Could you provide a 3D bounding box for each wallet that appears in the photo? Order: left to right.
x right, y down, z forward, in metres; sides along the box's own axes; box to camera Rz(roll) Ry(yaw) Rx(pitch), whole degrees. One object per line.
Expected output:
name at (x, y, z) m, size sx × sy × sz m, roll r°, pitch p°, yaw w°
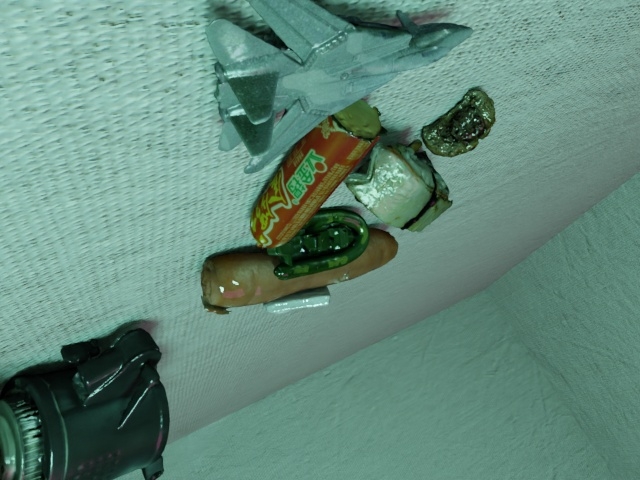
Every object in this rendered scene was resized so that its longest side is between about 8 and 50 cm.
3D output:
wallet at (-0.046, 0.103, 0.867) m, size 0.124 × 0.032 × 0.183 m, roll -9°, pitch -175°, yaw -4°

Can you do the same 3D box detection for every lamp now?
lamp at (-0.413, 0.323, 0.779) m, size 0.272 × 0.205 × 0.374 m, roll -17°, pitch 140°, yaw -41°

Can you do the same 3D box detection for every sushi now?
sushi at (0.123, -0.068, 0.650) m, size 0.134 × 0.109 × 0.273 m, roll -34°, pitch 173°, yaw 7°

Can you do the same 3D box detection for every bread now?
bread at (0.213, -0.166, 0.684) m, size 0.113 × 0.060 × 0.082 m, roll -41°, pitch 154°, yaw 24°

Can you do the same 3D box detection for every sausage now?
sausage at (-0.024, -0.066, 0.581) m, size 0.083 × 0.083 × 0.264 m, roll -10°, pitch 152°, yaw -41°
sausage at (-0.015, 0.042, 0.817) m, size 0.418 × 0.094 × 0.094 m, roll -11°, pitch 171°, yaw -41°

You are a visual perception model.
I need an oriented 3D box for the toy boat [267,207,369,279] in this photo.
toy boat at (0.000, 0.000, 0.744) m, size 0.210 × 0.104 × 0.052 m, roll -9°, pitch -176°, yaw -39°

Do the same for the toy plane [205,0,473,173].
toy plane at (0.026, -0.169, 0.415) m, size 0.267 × 0.088 × 0.212 m, roll -31°, pitch 162°, yaw -21°
